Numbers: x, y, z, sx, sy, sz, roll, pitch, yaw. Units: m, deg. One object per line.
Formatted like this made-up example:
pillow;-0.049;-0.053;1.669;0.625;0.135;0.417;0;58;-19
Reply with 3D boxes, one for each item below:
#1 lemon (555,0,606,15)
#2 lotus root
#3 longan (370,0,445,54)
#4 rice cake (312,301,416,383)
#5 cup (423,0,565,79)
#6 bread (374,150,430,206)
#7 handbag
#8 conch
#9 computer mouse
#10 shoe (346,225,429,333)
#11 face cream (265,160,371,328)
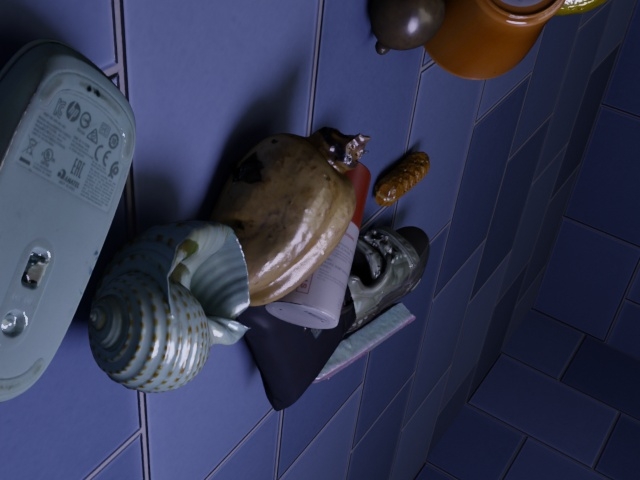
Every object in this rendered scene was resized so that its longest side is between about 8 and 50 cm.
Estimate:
lemon;0.393;-0.496;1.330;0.219;0.240;0.241;-74;173;-53
lotus root;-0.050;-0.032;0.964;0.257;0.140;0.154;-53;127;-8
longan;0.112;-0.297;1.095;0.106;0.106;0.119;-38;167;-47
rice cake;0.039;0.186;1.385;0.290;0.051;0.081;-28;180;-31
cup;0.232;-0.350;1.125;0.264;0.182;0.226;-165;-124;-87
bread;0.141;-0.107;1.417;0.157;0.044;0.052;-40;144;-45
handbag;-0.030;0.099;1.193;0.211;0.088;0.254;-45;138;-28
conch;-0.159;0.066;0.837;0.200;0.131;0.172;21;70;-72
computer mouse;-0.242;-0.009;0.623;0.159;0.097;0.289;39;67;-65
shoe;0.105;0.030;1.391;0.293;0.109;0.149;-39;153;-38
face cream;0.000;0.000;1.081;0.096;0.095;0.214;63;39;-63
